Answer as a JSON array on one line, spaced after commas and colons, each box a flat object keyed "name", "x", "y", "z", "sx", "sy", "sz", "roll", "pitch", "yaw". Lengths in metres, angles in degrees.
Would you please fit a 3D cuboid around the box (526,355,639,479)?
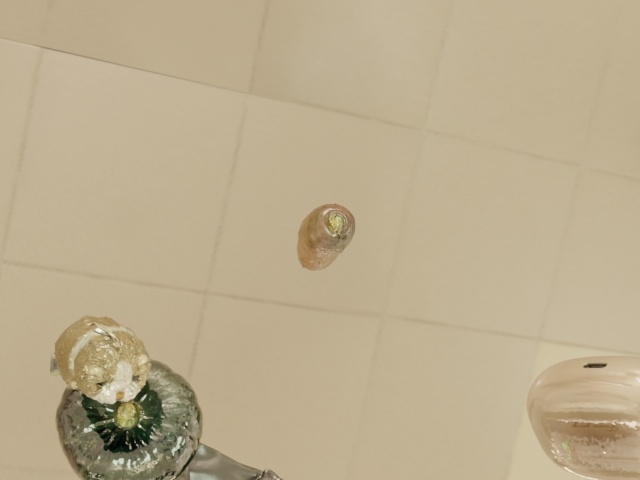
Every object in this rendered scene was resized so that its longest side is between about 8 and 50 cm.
[{"name": "box", "x": 0.318, "y": 0.192, "z": 1.158, "sx": 0.088, "sy": 0.200, "sz": 0.146, "roll": -42, "pitch": 115, "yaw": -40}]

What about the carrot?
[{"name": "carrot", "x": 0.000, "y": 0.000, "z": 1.265, "sx": 0.060, "sy": 0.186, "sz": 0.060, "roll": 2, "pitch": 77, "yaw": -9}]

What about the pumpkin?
[{"name": "pumpkin", "x": -0.275, "y": 0.265, "z": 1.563, "sx": 0.211, "sy": 0.211, "sz": 0.152, "roll": -15, "pitch": 141, "yaw": -18}]

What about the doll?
[{"name": "doll", "x": -0.302, "y": 0.158, "z": 1.472, "sx": 0.105, "sy": 0.221, "sz": 0.115, "roll": -14, "pitch": 94, "yaw": -25}]

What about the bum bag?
[{"name": "bum bag", "x": -0.168, "y": 0.400, "z": 1.738, "sx": 0.326, "sy": 0.080, "sz": 0.142, "roll": 23, "pitch": 100, "yaw": -10}]
